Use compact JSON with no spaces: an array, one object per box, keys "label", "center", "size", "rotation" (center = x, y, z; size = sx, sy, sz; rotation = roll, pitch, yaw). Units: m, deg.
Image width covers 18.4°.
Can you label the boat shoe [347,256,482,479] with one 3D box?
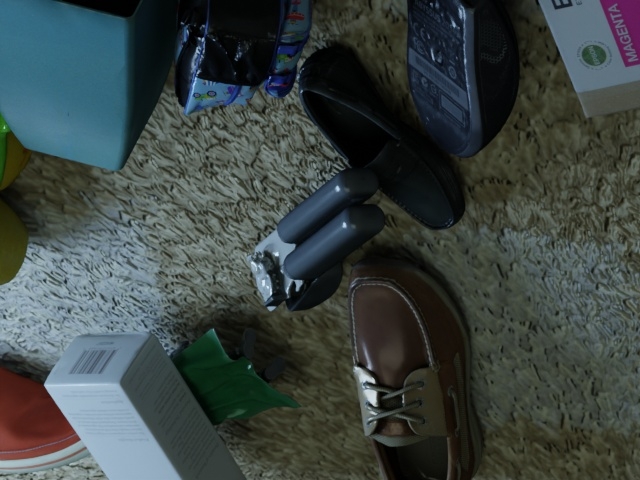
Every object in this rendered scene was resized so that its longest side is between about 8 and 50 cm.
[{"label":"boat shoe","center":[0.097,0.162,2.060],"size":[0.123,0.116,0.324],"rotation":[-5,126,24]}]

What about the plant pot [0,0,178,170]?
[{"label":"plant pot","center":[-0.223,-0.192,1.871],"size":[0.165,0.166,0.234],"rotation":[14,139,9]}]

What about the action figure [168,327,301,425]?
[{"label":"action figure","center":[-0.140,0.161,2.187],"size":[0.232,0.063,0.137],"rotation":[-23,118,42]}]

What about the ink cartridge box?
[{"label":"ink cartridge box","center":[0.283,-0.234,1.684],"size":[0.193,0.088,0.234],"rotation":[-11,123,27]}]

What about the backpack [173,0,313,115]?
[{"label":"backpack","center":[-0.076,-0.195,1.814],"size":[0.117,0.158,0.173],"rotation":[8,146,-8]}]

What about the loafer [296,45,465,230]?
[{"label":"loafer","center":[0.055,-0.086,1.898],"size":[0.076,0.078,0.223],"rotation":[-27,114,36]}]

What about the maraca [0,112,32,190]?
[{"label":"maraca","center":[-0.335,-0.119,1.992],"size":[0.099,0.127,0.185],"rotation":[-8,152,-25]}]

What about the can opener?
[{"label":"can opener","center":[0.000,0.000,1.961],"size":[0.093,0.074,0.280],"rotation":[-6,164,-22]}]

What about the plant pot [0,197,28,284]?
[{"label":"plant pot","center":[-0.370,0.001,2.114],"size":[0.095,0.134,0.134],"rotation":[19,138,-31]}]

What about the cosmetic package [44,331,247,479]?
[{"label":"cosmetic package","center":[-0.189,0.211,2.163],"size":[0.117,0.085,0.231],"rotation":[-3,131,36]}]

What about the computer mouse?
[{"label":"computer mouse","center":[0.136,-0.193,1.757],"size":[0.188,0.072,0.272],"rotation":[46,152,38]}]

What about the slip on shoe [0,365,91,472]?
[{"label":"slip on shoe","center":[-0.386,0.190,2.274],"size":[0.331,0.123,0.101],"rotation":[7,126,22]}]
